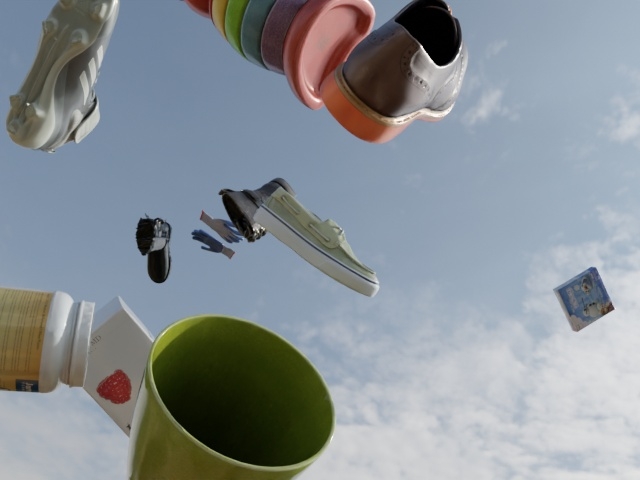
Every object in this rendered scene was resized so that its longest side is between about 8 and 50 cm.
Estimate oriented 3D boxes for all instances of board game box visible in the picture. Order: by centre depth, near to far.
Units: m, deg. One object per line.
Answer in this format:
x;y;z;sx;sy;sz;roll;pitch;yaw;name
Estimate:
0.490;0.109;1.213;0.090;0.090;0.020;63;-9;-7;board game box

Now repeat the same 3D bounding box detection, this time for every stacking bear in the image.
-0.094;-0.349;0.975;0.289;0.175;0.164;35;8;22;stacking bear

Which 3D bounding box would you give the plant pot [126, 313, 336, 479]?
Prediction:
-0.164;0.307;0.948;0.274;0.275;0.294;25;-63;-11;plant pot

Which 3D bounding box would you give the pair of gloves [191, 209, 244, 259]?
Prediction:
-0.329;-0.015;2.080;0.159;0.023;0.198;31;-39;-3;pair of gloves

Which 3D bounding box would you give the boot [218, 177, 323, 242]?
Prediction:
-0.114;-0.037;1.598;0.263;0.229;0.091;50;-57;6;boot

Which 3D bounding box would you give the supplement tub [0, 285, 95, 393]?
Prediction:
-0.425;0.137;0.907;0.199;0.144;0.144;8;-35;-17;supplement tub

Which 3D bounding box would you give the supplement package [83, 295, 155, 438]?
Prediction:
-0.430;0.299;1.480;0.293;0.177;0.175;53;-14;-16;supplement package

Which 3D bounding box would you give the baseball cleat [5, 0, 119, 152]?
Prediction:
-0.278;-0.194;0.741;0.072;0.206;0.109;38;8;14;baseball cleat

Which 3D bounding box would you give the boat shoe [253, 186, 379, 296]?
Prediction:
0.000;0.000;1.304;0.302;0.094;0.109;35;3;14;boat shoe

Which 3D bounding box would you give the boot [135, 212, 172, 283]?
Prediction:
-0.292;0.016;1.141;0.045;0.121;0.099;6;-2;3;boot

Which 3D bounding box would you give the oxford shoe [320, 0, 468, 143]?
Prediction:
0.101;-0.168;0.598;0.097;0.271;0.098;44;-54;-1;oxford shoe
